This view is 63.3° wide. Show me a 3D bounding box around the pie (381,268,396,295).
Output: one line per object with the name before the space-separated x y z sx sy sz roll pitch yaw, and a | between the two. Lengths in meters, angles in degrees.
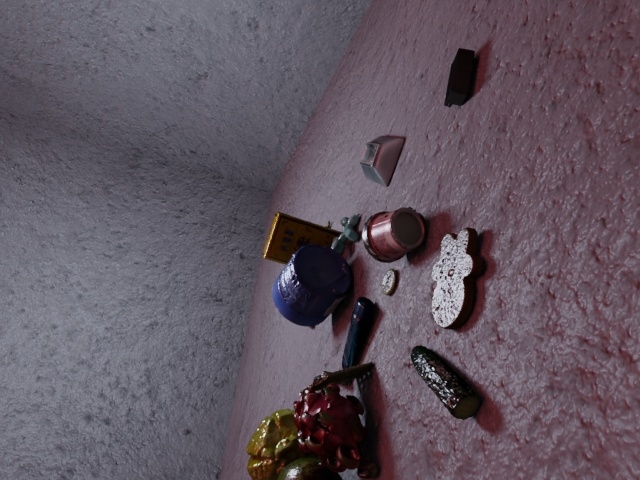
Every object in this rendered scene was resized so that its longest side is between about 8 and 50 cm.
pie | 0.207 0.125 1.572 0.084 0.021 0.084 -164 90 -75

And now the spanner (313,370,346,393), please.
spanner | 0.023 0.500 1.785 0.325 0.040 0.095 153 133 -73

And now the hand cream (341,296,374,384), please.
hand cream | 0.109 0.317 1.666 0.120 0.061 0.270 -113 37 -69

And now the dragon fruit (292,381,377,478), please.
dragon fruit | 0.030 0.527 1.418 0.198 0.218 0.272 -27 37 12

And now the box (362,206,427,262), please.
box | 0.215 -0.022 1.472 0.135 0.151 0.151 -28 47 59

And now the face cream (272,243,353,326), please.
face cream | -0.030 0.163 1.939 0.225 0.249 0.249 125 157 -44

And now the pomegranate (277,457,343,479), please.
pomegranate | -0.045 0.723 1.423 0.248 0.214 0.214 -45 0 -29

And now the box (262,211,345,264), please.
box | -0.064 0.019 2.107 0.084 0.302 0.192 -153 81 -75

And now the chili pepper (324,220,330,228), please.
chili pepper | 0.000 0.001 2.417 0.208 0.043 0.049 -56 -3 35

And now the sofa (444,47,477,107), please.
sofa | 0.398 -0.456 1.469 0.085 0.060 0.147 98 -175 -75

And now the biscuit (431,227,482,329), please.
biscuit | 0.312 0.089 1.205 0.180 0.039 0.236 160 125 -69

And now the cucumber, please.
cucumber | 0.255 0.293 1.146 0.293 0.068 0.067 -133 61 -73

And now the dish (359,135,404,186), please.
dish | 0.208 -0.307 1.921 0.243 0.080 0.181 -133 61 -72

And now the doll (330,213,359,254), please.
doll | 0.101 -0.034 2.026 0.159 0.059 0.158 -48 23 21

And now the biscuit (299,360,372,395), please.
biscuit | 0.049 0.405 1.533 0.144 0.203 0.016 -54 51 47

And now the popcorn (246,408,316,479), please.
popcorn | -0.132 0.722 1.778 0.257 0.224 0.270 -57 15 28
